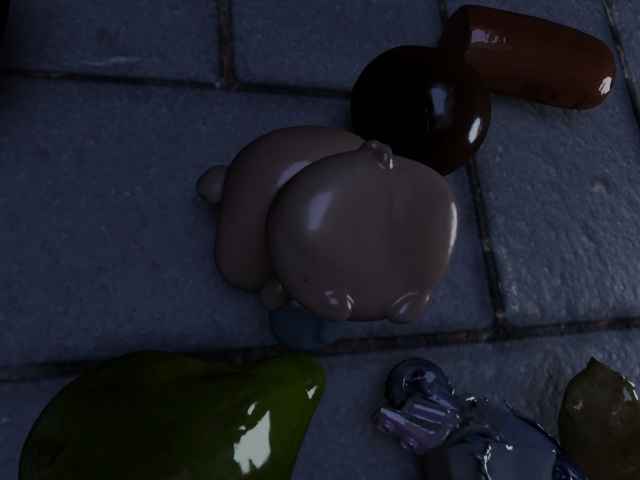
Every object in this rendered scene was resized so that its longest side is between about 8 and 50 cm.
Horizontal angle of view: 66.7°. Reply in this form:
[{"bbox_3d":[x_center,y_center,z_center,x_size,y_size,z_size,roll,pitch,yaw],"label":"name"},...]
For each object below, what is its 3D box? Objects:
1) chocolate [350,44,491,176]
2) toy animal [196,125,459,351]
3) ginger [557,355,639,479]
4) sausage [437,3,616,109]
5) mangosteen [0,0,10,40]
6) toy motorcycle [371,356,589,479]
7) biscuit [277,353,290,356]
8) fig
[{"bbox_3d":[0.127,-0.154,0.598,0.177,0.177,0.176,4,73,-14],"label":"chocolate"},{"bbox_3d":[0.004,-0.019,0.473,0.210,0.221,0.229,0,70,-25],"label":"toy animal"},{"bbox_3d":[0.374,0.345,0.543,0.348,0.122,0.363,32,74,-2],"label":"ginger"},{"bbox_3d":[0.302,-0.257,0.693,0.259,0.113,0.113,7,72,-13],"label":"sausage"},{"bbox_3d":[-0.430,-0.251,0.409,0.297,0.313,0.297,-12,108,-41],"label":"mangosteen"},{"bbox_3d":[0.145,0.246,0.474,0.239,0.108,0.204,24,49,21],"label":"toy motorcycle"},{"bbox_3d":[-0.052,0.164,0.518,0.082,0.016,0.092,30,70,-4],"label":"biscuit"},{"bbox_3d":[-0.092,0.178,0.421,0.275,0.206,0.206,-21,80,-34],"label":"fig"}]
